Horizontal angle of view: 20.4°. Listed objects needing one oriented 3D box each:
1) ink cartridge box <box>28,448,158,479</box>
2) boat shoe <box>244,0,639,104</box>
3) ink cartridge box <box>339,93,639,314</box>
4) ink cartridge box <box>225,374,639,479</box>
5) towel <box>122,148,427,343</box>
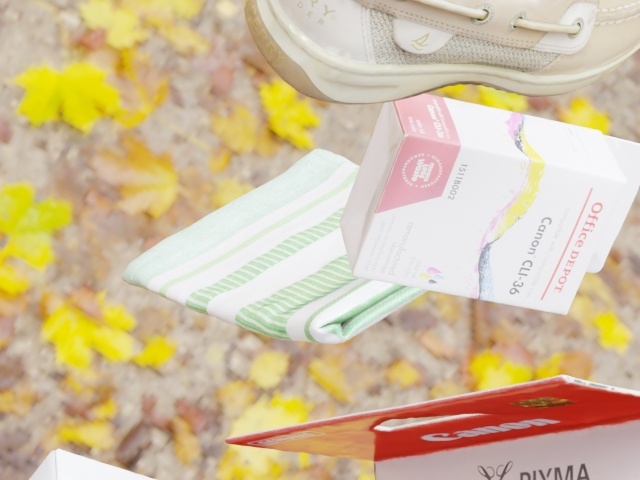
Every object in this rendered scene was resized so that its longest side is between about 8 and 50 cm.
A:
[{"bbox_3d":[-0.168,0.346,1.413,0.197,0.198,0.270,21,35,-28],"label":"ink cartridge box"},{"bbox_3d":[0.100,-0.143,0.929,0.302,0.098,0.109,-12,64,-41],"label":"boat shoe"},{"bbox_3d":[0.126,-0.021,1.198,0.198,0.115,0.067,10,32,-16],"label":"ink cartridge box"},{"bbox_3d":[0.121,0.132,0.984,0.239,0.275,0.060,10,72,-38],"label":"ink cartridge box"},{"bbox_3d":[0.000,0.000,1.563,0.248,0.325,0.038,-31,116,-25],"label":"towel"}]
